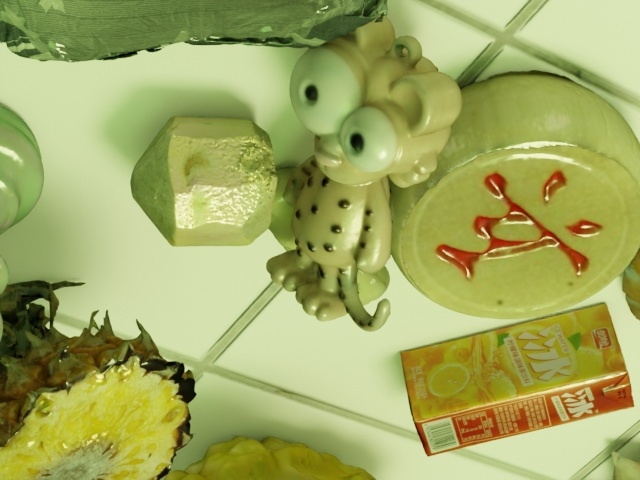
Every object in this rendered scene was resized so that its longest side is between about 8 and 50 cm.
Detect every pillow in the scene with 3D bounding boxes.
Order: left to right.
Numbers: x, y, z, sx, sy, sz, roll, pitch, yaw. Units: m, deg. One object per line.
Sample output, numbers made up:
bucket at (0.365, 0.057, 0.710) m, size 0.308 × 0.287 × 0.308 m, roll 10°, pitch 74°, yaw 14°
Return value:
pillow at (-0.106, -0.210, 1.372) m, size 0.335 × 0.093 × 0.161 m, roll -6°, pitch 143°, yaw -4°

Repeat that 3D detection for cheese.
cheese at (0.000, 0.000, 1.652) m, size 0.065 × 0.043 × 0.194 m, roll -21°, pitch 138°, yaw 23°

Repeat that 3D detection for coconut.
coconut at (-0.105, -0.052, 1.526) m, size 0.122 × 0.116 × 0.116 m, roll -3°, pitch 137°, yaw -14°

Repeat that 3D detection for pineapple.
pineapple at (-0.283, 0.110, 1.558) m, size 0.262 × 0.272 × 0.262 m, roll -30°, pitch 146°, yaw -23°

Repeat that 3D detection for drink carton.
drink carton at (0.202, 0.144, 1.801) m, size 0.222 × 0.096 × 0.071 m, roll -14°, pitch 137°, yaw 6°

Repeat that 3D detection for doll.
doll at (0.031, -0.055, 1.499) m, size 0.119 × 0.154 × 0.278 m, roll -16°, pitch 129°, yaw -42°

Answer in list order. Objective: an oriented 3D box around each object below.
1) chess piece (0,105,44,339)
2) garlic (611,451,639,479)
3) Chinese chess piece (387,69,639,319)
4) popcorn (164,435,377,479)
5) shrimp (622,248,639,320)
chess piece at (-0.298, 0.015, 1.445) m, size 0.139 × 0.272 × 0.139 m, roll -5°, pitch 136°, yaw -5°
garlic at (0.469, 0.325, 2.022) m, size 0.279 × 0.132 × 0.325 m, roll -34°, pitch 137°, yaw 13°
Chinese chess piece at (0.178, -0.038, 1.601) m, size 0.249 × 0.103 × 0.250 m, roll -4°, pitch 136°, yaw -4°
popcorn at (-0.020, 0.366, 1.812) m, size 0.349 × 0.349 × 0.381 m, roll 24°, pitch 165°, yaw -31°
shrimp at (0.413, 0.072, 1.786) m, size 0.152 × 0.063 × 0.287 m, roll -31°, pitch 130°, yaw 24°
